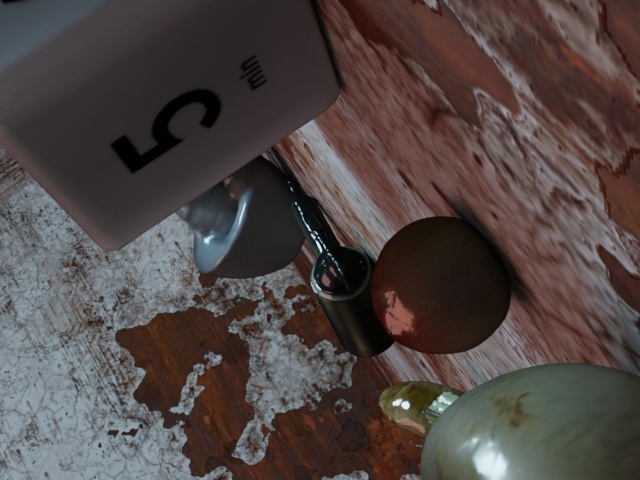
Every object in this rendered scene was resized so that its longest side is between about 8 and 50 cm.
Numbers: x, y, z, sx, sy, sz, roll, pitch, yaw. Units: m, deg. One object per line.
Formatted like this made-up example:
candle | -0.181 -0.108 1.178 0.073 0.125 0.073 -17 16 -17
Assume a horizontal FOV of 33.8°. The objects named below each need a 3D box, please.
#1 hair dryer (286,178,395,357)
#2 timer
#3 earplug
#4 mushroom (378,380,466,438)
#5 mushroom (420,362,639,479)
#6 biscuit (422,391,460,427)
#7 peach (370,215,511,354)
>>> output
hair dryer | 0.000 0.000 1.264 0.248 0.078 0.195 59 177 36
timer | -0.128 -0.143 0.664 0.192 0.195 0.194 54 174 26
earplug | -0.138 -0.098 1.448 0.325 0.175 0.214 65 160 -10
mushroom | 0.152 0.199 0.982 0.210 0.072 0.094 43 171 -6
mushroom | 0.092 0.161 0.428 0.207 0.215 0.207 63 177 6
biscuit | 0.170 0.209 0.863 0.121 0.040 0.199 17 144 48
peach | 0.068 0.028 0.612 0.083 0.083 0.083 55 176 6
